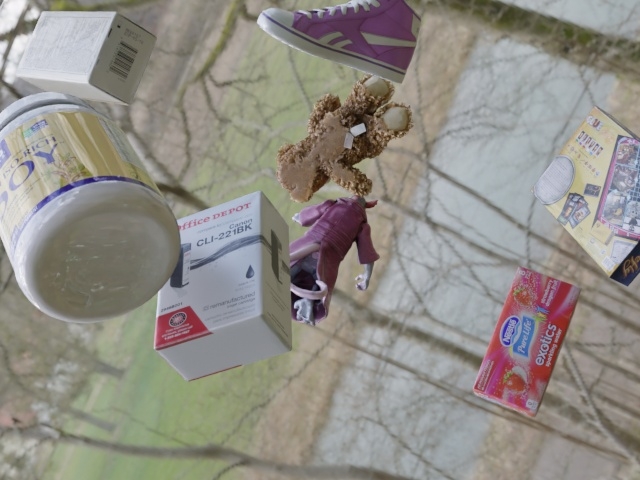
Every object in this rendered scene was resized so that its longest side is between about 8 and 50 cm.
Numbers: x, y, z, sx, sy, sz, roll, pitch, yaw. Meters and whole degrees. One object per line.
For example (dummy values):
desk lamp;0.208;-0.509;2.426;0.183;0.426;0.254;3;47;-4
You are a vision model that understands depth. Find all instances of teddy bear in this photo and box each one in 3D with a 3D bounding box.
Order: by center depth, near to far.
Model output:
teddy bear;0.055;-0.218;2.094;0.338;0.245;0.113;-55;-18;14

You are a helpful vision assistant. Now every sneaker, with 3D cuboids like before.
sneaker;0.039;-0.383;1.610;0.161;0.282;0.102;-70;25;17

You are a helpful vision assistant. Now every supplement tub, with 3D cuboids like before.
supplement tub;-0.376;-0.060;1.447;0.331;0.241;0.241;51;123;43

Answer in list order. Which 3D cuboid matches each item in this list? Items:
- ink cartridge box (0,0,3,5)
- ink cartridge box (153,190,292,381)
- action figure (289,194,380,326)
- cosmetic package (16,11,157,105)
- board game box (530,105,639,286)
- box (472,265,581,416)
ink cartridge box;-0.551;-0.366;1.250;0.092;0.219;0.160;-45;4;37
ink cartridge box;-0.159;0.071;1.577;0.197;0.114;0.273;-18;45;16
action figure;0.000;0.000;2.088;0.370;0.248;0.276;-54;-17;-22
cosmetic package;-0.492;-0.383;1.975;0.309;0.113;0.160;16;82;46
board game box;0.417;-0.069;1.357;0.165;0.042;0.243;-55;31;20
box;0.395;0.196;1.814;0.257;0.128;0.122;-67;-17;-9
